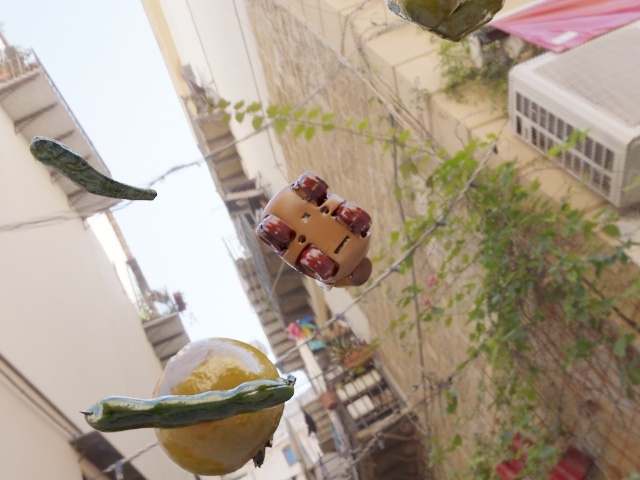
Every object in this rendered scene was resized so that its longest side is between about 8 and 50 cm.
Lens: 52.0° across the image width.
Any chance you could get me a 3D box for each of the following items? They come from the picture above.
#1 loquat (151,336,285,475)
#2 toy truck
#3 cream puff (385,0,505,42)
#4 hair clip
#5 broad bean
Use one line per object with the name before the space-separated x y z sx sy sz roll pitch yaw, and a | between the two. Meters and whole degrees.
loquat | -0.150 0.249 0.982 0.208 0.208 0.208 -16 -47 -18
toy truck | 0.000 0.000 1.474 0.189 0.265 0.239 -51 -14 -12
cream puff | 0.092 -0.327 0.661 0.282 0.281 0.185 14 -62 -37
hair clip | -0.342 -0.098 1.011 0.066 0.036 0.229 -21 -29 30
broad bean | -0.152 0.195 0.779 0.257 0.052 0.052 -8 -54 -8
